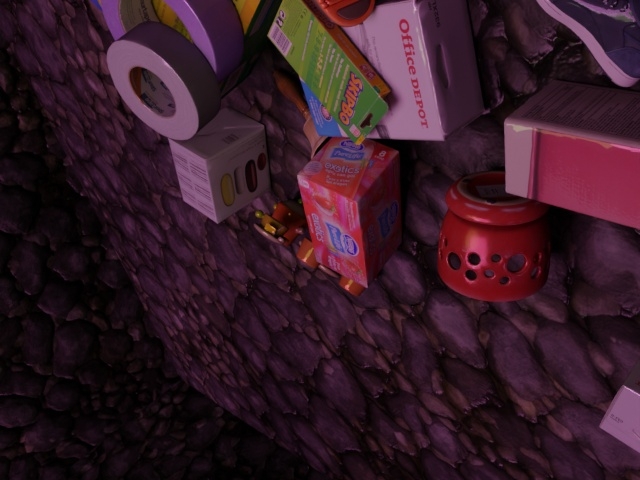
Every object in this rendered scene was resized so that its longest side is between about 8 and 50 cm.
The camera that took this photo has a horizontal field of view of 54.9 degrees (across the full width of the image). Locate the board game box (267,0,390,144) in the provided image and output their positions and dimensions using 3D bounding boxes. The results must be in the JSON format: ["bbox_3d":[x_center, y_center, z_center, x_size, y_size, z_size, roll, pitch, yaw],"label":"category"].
[{"bbox_3d":[0.015,-0.292,1.036,0.259,0.039,0.124,54,149,6],"label":"board game box"}]

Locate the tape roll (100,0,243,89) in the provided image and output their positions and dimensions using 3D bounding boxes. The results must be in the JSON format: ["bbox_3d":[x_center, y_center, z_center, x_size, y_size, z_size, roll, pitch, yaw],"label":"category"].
[{"bbox_3d":[-0.282,-0.408,1.171,0.275,0.090,0.274,27,146,19],"label":"tape roll"}]

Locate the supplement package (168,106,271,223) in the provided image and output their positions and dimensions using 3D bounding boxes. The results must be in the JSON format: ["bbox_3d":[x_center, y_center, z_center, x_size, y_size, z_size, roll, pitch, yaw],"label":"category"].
[{"bbox_3d":[-0.250,-0.193,1.573,0.149,0.194,0.203,32,144,31],"label":"supplement package"}]

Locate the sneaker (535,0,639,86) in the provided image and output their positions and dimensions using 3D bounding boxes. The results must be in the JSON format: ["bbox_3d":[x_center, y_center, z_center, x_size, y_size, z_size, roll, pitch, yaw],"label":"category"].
[{"bbox_3d":[0.366,-0.311,0.746,0.226,0.086,0.163,43,160,-3],"label":"sneaker"}]

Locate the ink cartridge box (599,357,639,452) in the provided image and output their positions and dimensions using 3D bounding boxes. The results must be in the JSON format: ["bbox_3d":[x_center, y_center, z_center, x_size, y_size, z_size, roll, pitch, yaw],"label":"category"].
[{"bbox_3d":[0.556,0.247,0.980,0.128,0.176,0.127,31,143,30],"label":"ink cartridge box"}]

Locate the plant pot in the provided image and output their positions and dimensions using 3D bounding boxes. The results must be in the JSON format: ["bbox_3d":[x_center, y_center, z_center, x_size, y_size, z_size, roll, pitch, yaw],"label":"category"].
[{"bbox_3d":[0.297,-0.018,1.053,0.191,0.191,0.174,22,129,40],"label":"plant pot"}]

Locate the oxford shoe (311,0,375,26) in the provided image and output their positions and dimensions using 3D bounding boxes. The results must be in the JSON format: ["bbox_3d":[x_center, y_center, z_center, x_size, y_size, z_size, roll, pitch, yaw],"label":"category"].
[{"bbox_3d":[-0.028,-0.484,0.957,0.363,0.130,0.133,64,165,1],"label":"oxford shoe"}]

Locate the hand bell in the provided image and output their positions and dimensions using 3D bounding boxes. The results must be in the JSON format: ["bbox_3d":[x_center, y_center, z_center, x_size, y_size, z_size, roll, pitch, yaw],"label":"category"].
[{"bbox_3d":[-0.032,-0.279,1.317,0.242,0.126,0.126,53,150,22],"label":"hand bell"}]

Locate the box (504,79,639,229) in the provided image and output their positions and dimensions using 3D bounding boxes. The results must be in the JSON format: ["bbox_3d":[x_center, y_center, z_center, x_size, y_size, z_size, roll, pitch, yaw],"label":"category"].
[{"bbox_3d":[0.394,-0.122,0.852,0.232,0.149,0.126,23,139,40],"label":"box"}]

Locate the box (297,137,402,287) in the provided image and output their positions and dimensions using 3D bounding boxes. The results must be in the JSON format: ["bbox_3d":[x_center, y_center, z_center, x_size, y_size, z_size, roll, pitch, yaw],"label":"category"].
[{"bbox_3d":[0.071,-0.060,1.273,0.142,0.154,0.299,27,152,25],"label":"box"}]

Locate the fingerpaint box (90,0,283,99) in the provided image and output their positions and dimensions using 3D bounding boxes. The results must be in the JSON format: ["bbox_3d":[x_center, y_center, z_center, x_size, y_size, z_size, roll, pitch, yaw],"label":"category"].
[{"bbox_3d":[-0.253,-0.539,1.217,0.371,0.163,0.445,41,149,-4],"label":"fingerpaint box"}]

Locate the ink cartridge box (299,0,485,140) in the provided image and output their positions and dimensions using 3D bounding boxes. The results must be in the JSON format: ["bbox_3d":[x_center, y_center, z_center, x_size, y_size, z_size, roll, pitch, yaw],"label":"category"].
[{"bbox_3d":[0.106,-0.301,1.065,0.308,0.129,0.223,13,129,47],"label":"ink cartridge box"}]

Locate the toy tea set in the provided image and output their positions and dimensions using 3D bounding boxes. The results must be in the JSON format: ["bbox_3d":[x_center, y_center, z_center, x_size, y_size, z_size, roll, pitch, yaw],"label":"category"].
[{"bbox_3d":[0.000,0.000,1.528,0.336,0.124,0.200,33,-177,-2],"label":"toy tea set"}]

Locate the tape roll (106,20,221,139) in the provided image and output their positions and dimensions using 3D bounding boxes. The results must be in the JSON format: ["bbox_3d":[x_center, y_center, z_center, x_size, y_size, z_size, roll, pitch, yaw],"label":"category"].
[{"bbox_3d":[-0.297,-0.300,1.174,0.219,0.072,0.219,26,147,18],"label":"tape roll"}]
